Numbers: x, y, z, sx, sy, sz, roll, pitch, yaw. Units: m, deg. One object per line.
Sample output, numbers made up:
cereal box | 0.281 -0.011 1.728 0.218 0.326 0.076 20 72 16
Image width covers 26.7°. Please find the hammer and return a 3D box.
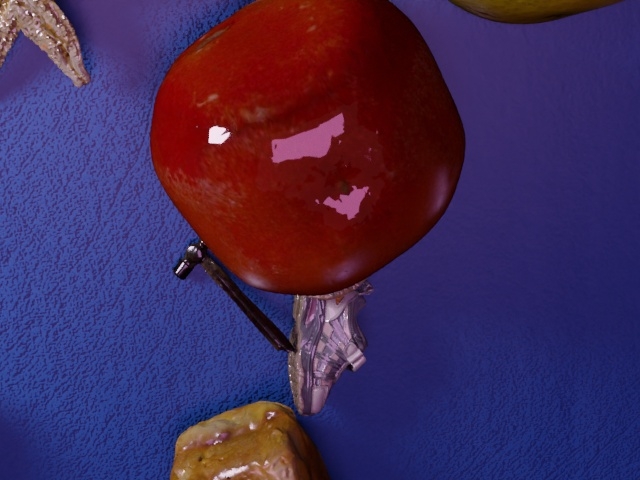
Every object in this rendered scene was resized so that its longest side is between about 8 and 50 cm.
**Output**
hammer | -0.098 0.073 1.610 0.178 0.021 0.065 46 102 4

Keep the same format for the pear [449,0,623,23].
pear | 0.250 -0.387 1.445 0.386 0.191 0.340 13 108 -8

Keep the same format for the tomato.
tomato | -0.015 -0.107 1.453 0.325 0.290 0.293 -24 113 -1

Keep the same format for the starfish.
starfish | -0.347 -0.256 1.476 0.295 0.048 0.231 5 117 8

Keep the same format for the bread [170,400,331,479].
bread | -0.050 0.372 1.673 0.195 0.149 0.344 -19 109 12

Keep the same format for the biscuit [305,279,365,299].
biscuit | 0.000 0.000 1.593 0.152 0.020 0.152 2 74 -6

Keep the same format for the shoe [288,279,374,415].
shoe | 0.011 0.124 1.636 0.092 0.089 0.180 3 99 -9
